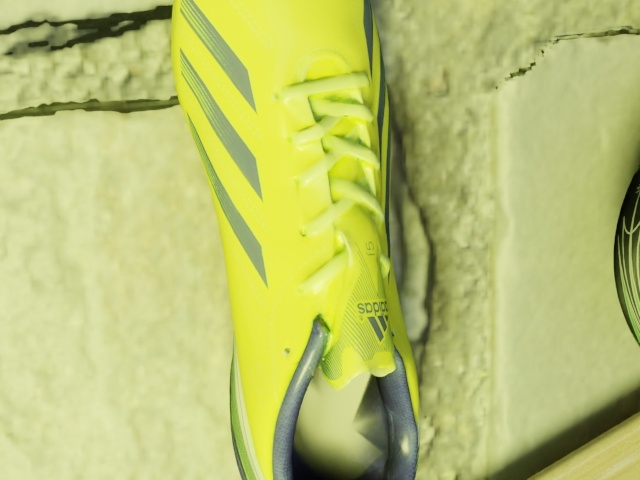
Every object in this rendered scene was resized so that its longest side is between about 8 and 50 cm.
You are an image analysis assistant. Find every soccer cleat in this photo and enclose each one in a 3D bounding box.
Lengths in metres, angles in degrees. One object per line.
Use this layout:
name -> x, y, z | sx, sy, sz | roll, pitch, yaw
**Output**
soccer cleat -> 0.001, 0.000, 0.534 | 0.093, 0.121, 0.289 | -11, 110, -16

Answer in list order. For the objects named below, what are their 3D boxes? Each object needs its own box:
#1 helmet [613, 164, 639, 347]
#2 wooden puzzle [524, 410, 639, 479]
helmet -> 0.220, 0.014, 0.597 | 0.169, 0.169, 0.161 | 21, 81, -24
wooden puzzle -> 0.184, 0.188, 0.708 | 0.238, 0.044, 0.221 | -27, 114, -5
